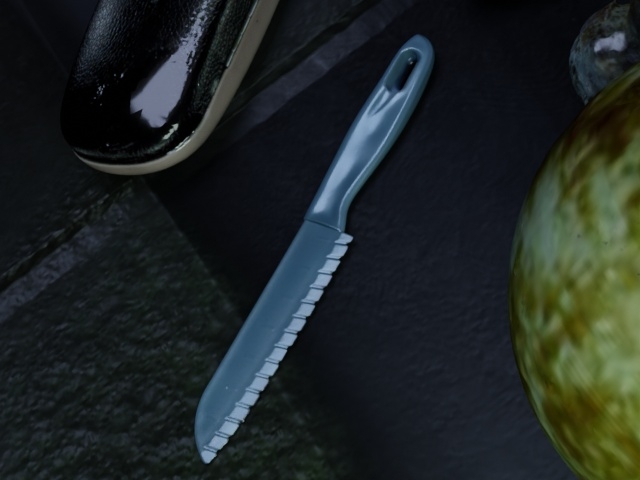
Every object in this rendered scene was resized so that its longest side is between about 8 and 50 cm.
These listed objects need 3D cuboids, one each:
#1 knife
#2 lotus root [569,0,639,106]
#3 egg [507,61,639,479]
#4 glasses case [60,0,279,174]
[{"bbox_3d":[0.000,0.000,0.895,0.044,0.019,0.313,20,73,34],"label":"knife"},{"bbox_3d":[0.266,-0.169,0.727,0.349,0.175,0.175,-47,34,48],"label":"lotus root"},{"bbox_3d":[0.221,0.011,0.622,0.289,0.238,0.238,-30,48,-12],"label":"egg"},{"bbox_3d":[-0.089,-0.185,1.023,0.122,0.075,0.314,5,62,33],"label":"glasses case"}]
